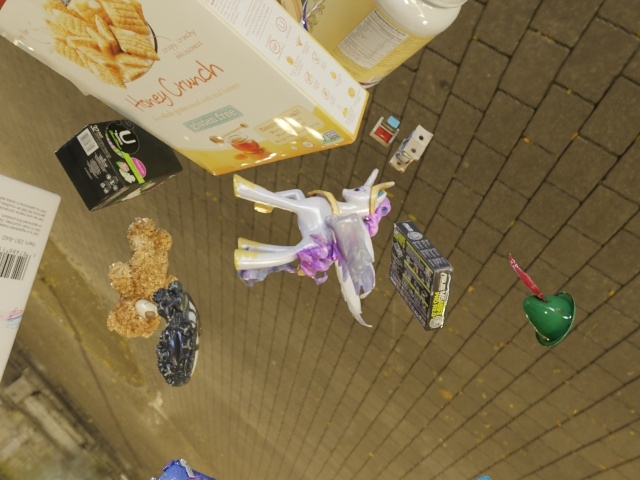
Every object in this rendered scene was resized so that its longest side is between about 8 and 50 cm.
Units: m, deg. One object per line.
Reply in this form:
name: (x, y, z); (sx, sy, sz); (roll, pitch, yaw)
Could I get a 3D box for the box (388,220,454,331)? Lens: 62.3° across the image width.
box: (0.288, 0.100, 1.562); (0.270, 0.060, 0.216); (-121, 27, -54)

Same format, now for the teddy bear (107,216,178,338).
teddy bear: (-0.485, 0.101, 1.482); (0.113, 0.337, 0.245); (-1, 140, 12)

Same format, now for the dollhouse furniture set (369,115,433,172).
dollhouse furniture set: (0.278, -0.364, 1.922); (0.184, 0.128, 0.129); (35, 158, -6)

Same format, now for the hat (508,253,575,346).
hat: (0.612, 0.188, 1.560); (0.184, 0.208, 0.172); (26, 113, -4)

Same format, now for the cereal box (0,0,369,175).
cereal box: (-0.108, -0.130, 0.345); (0.173, 0.047, 0.240); (-4, 152, 47)

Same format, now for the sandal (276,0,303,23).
sandal: (-0.037, -0.228, 0.345); (0.088, 0.079, 0.240); (31, 175, 7)

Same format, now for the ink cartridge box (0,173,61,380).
ink cartridge box: (-0.406, 0.051, 0.507); (0.117, 0.278, 0.201); (12, 172, 24)

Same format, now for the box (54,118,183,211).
box: (-0.180, -0.072, 0.481); (0.052, 0.083, 0.062); (-26, 96, 27)

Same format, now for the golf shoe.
golf shoe: (-0.236, 0.167, 0.927); (0.094, 0.077, 0.198); (58, -166, -53)

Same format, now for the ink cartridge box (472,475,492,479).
ink cartridge box: (0.127, 0.344, 0.536); (0.139, 0.191, 0.082); (-130, 30, -61)

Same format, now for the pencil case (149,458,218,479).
pencil case: (-0.215, 0.565, 1.113); (0.306, 0.133, 0.119); (24, -178, 0)

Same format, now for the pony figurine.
pony figurine: (0.000, 0.000, 1.153); (0.302, 0.364, 0.350); (97, 170, -65)

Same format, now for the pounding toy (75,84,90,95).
pounding toy: (-0.465, -0.373, 1.097); (0.141, 0.130, 0.100); (48, -171, -19)

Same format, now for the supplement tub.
supplement tub: (0.130, -0.483, 1.069); (0.241, 0.241, 0.331); (53, 147, -8)
